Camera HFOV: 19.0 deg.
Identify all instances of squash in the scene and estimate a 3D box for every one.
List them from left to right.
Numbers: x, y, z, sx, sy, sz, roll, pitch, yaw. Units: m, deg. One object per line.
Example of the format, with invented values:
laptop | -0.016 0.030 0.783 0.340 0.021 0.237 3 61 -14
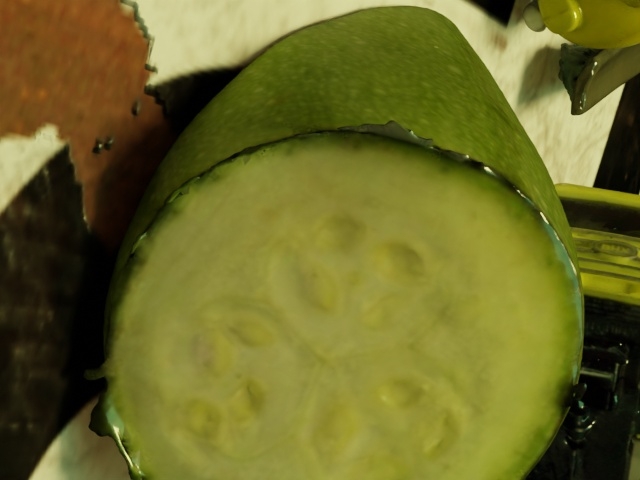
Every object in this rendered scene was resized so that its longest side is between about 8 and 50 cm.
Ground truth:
squash | 0.000 0.000 0.773 0.260 0.189 0.189 -106 -157 -67

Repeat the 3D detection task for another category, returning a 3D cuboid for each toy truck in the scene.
toy truck | 0.146 0.094 1.017 0.157 0.124 0.272 -67 162 -48

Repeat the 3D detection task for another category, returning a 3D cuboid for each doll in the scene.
doll | 0.158 -0.139 0.924 0.162 0.106 0.062 -43 112 -55

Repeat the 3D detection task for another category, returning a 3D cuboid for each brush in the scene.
brush | 0.153 -0.098 1.023 0.190 0.027 0.034 -32 139 -65
